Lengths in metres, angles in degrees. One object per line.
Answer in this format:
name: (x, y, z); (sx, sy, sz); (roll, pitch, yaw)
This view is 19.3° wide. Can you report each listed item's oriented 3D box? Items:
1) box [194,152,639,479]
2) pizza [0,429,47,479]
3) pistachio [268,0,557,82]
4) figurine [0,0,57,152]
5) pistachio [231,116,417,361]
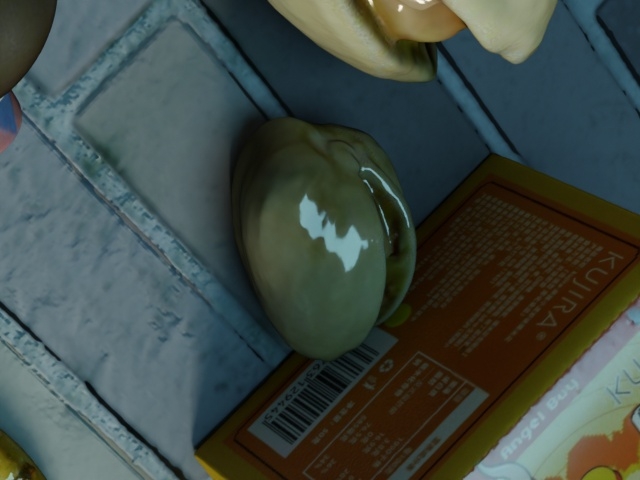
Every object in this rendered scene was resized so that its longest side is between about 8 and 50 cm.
box: (0.131, 0.148, 1.174); (0.283, 0.214, 0.259); (-44, 123, -11)
pizza: (-0.227, 0.180, 1.066); (0.176, 0.036, 0.185); (-25, 118, -23)
pistachio: (0.023, -0.212, 0.998); (0.193, 0.214, 0.318); (-12, 135, 19)
figurine: (-0.219, -0.144, 0.892); (0.158, 0.161, 0.275); (-28, 121, 6)
pistachio: (0.000, 0.000, 1.107); (0.113, 0.113, 0.149); (-13, 117, -28)
